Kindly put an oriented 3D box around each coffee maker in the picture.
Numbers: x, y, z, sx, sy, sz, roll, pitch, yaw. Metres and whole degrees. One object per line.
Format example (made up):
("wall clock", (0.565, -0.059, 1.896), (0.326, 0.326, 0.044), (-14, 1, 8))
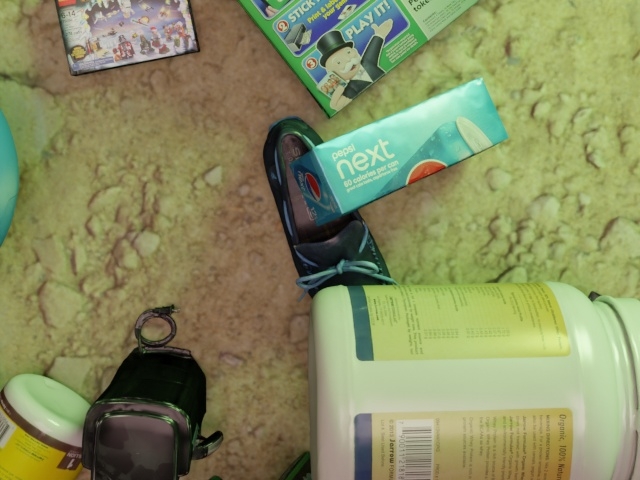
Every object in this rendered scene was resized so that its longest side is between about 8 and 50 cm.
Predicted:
("coffee maker", (-0.181, 0.174, 1.123), (0.120, 0.178, 0.171), (-19, 97, 1))

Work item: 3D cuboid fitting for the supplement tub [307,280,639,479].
("supplement tub", (0.149, 0.154, 1.058), (0.316, 0.228, 0.228), (-1, 98, -3))

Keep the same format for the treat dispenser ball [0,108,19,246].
("treat dispenser ball", (-0.433, -0.060, 1.037), (0.288, 0.288, 0.288), (0, 98, 0))

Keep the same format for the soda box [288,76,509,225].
("soda box", (0.080, -0.090, 1.100), (0.210, 0.067, 0.071), (-25, 90, -24))

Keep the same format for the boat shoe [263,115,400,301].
("boat shoe", (0.000, 0.000, 1.146), (0.109, 0.089, 0.258), (-30, 97, 4))

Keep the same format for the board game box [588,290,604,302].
("board game box", (0.316, 0.253, 1.205), (0.208, 0.056, 0.346), (25, 97, -8))

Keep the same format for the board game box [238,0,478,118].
("board game box", (0.068, -0.302, 1.095), (0.317, 0.046, 0.213), (-38, 115, 4))

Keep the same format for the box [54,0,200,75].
("box", (-0.201, -0.229, 1.145), (0.137, 0.027, 0.094), (-11, 97, 1))

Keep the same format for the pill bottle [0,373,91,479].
("pill bottle", (-0.331, 0.256, 1.164), (0.117, 0.117, 0.215), (34, 96, -5))

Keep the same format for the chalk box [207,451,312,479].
("chalk box", (-0.013, 0.350, 1.137), (0.289, 0.180, 0.179), (33, 96, 8))
